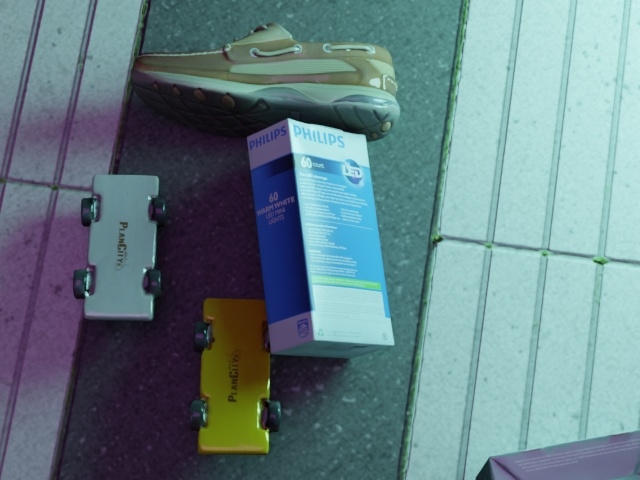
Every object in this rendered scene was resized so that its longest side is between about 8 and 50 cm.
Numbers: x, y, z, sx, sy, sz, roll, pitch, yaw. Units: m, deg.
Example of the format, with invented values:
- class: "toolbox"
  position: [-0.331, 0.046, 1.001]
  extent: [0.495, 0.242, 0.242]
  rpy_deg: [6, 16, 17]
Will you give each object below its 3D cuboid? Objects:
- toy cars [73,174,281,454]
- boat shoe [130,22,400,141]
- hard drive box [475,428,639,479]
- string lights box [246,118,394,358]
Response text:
- class: "toy cars"
  position: [-0.166, 0.092, 1.694]
  extent: [0.176, 0.087, 0.394]
  rpy_deg: [-37, 72, -19]
- class: "boat shoe"
  position: [-0.064, -0.196, 1.753]
  extent: [0.324, 0.123, 0.116]
  rpy_deg: [7, 69, -2]
- class: "hard drive box"
  position: [0.266, 0.268, 1.549]
  extent: [0.181, 0.232, 0.089]
  rpy_deg: [-10, 76, 1]
- class: "string lights box"
  position: [0.000, 0.000, 1.677]
  extent: [0.076, 0.133, 0.260]
  rpy_deg: [-21, 69, 42]
